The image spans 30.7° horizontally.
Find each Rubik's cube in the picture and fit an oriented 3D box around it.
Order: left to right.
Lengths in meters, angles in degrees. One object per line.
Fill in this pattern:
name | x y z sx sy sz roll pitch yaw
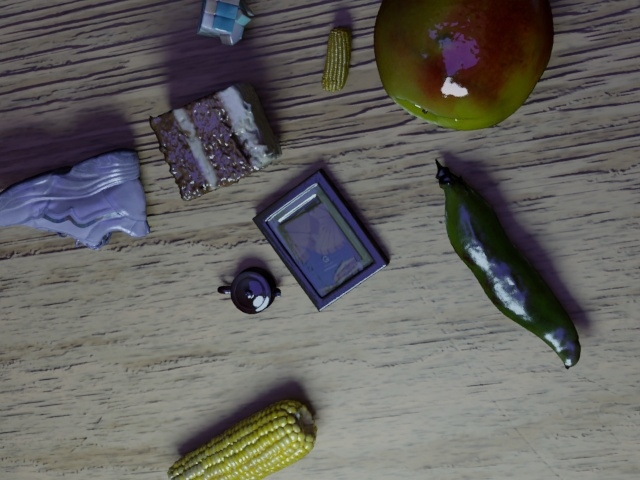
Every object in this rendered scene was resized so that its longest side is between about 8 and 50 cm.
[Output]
Rubik's cube | -0.130 -0.312 1.624 0.073 0.084 0.075 12 103 -10

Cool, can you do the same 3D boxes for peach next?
peach | 0.182 -0.256 1.480 0.231 0.231 0.231 3 103 14

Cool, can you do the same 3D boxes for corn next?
corn | -0.115 0.319 1.743 0.244 0.093 0.093 -30 93 22
corn | 0.023 -0.251 1.615 0.037 0.037 0.092 9 103 12

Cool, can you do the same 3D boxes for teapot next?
teapot | -0.104 0.075 1.713 0.100 0.045 0.068 2 101 13

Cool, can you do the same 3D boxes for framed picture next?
framed picture | 0.000 0.000 1.681 0.128 0.023 0.168 -35 92 19

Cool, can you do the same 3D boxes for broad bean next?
broad bean | 0.246 0.034 1.605 0.077 0.061 0.339 -35 92 7

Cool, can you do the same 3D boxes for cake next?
cake | -0.142 -0.142 1.636 0.147 0.134 0.135 -24 95 9

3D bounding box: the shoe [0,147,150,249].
shoe | -0.368 -0.044 1.730 0.245 0.095 0.137 -17 95 11
